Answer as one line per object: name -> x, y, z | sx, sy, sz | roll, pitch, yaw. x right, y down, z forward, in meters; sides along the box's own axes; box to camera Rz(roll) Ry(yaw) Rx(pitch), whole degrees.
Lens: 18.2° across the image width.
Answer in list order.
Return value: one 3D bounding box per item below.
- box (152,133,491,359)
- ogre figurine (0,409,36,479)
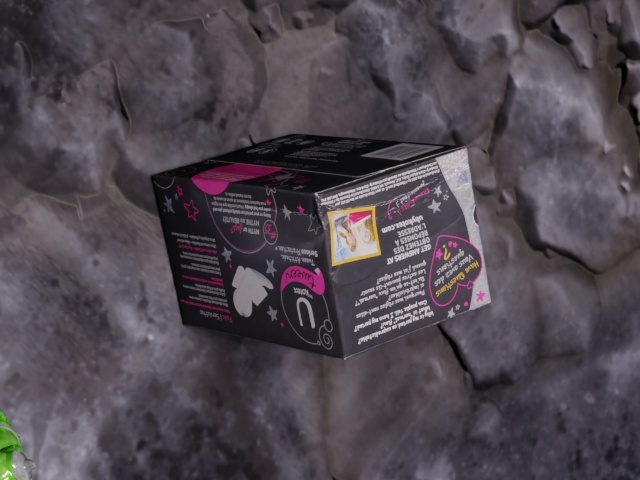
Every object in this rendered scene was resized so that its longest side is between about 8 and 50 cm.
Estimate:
box -> 0.000, 0.000, 1.668 | 0.163, 0.247, 0.142 | -18, 106, -33
ogre figurine -> -0.302, 0.206, 1.549 | 0.197, 0.118, 0.097 | -16, 103, -33
